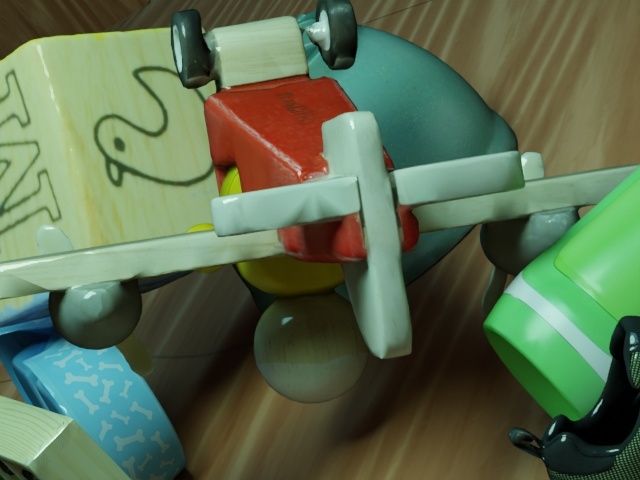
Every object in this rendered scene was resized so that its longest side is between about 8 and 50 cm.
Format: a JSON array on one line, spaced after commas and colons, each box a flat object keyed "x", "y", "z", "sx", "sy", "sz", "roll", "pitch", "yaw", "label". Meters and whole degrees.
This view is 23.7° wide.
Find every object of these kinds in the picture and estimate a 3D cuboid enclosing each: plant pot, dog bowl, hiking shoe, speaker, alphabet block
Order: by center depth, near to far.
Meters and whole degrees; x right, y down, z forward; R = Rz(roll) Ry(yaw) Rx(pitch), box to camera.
[{"x": 0.219, "y": 0.079, "z": 0.841, "sx": 0.227, "sy": 0.114, "sz": 0.086, "roll": -38, "pitch": 23, "yaw": 3, "label": "hiking shoe"}, {"x": 0.246, "y": -0.005, "z": 0.949, "sx": 0.296, "sy": 0.131, "sz": 0.131, "roll": -41, "pitch": 22, "yaw": -6, "label": "speaker"}, {"x": -0.192, "y": -0.054, "z": 1.296, "sx": 0.193, "sy": 0.197, "sz": 0.192, "roll": -22, "pitch": -6, "yaw": 42, "label": "alphabet block"}, {"x": -0.205, "y": 0.143, "z": 1.340, "sx": 0.074, "sy": 0.166, "sz": 0.297, "roll": -32, "pitch": 19, "yaw": -16, "label": "dog bowl"}, {"x": 0.005, "y": -0.088, "z": 1.403, "sx": 0.293, "sy": 0.196, "sz": 0.293, "roll": -32, "pitch": 23, "yaw": 16, "label": "plant pot"}]

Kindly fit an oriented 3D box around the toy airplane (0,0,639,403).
[{"x": 0.000, "y": 0.000, "z": 1.066, "sx": 0.386, "sy": 0.272, "sz": 0.384, "roll": 10, "pitch": 26, "yaw": 28, "label": "toy airplane"}]

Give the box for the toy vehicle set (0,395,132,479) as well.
[{"x": -0.106, "y": 0.199, "z": 0.913, "sx": 0.035, "sy": 0.267, "sz": 0.166, "roll": -47, "pitch": 22, "yaw": -21, "label": "toy vehicle set"}]
